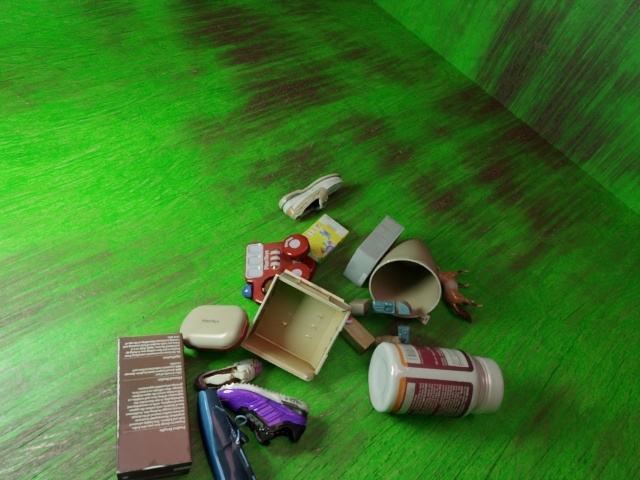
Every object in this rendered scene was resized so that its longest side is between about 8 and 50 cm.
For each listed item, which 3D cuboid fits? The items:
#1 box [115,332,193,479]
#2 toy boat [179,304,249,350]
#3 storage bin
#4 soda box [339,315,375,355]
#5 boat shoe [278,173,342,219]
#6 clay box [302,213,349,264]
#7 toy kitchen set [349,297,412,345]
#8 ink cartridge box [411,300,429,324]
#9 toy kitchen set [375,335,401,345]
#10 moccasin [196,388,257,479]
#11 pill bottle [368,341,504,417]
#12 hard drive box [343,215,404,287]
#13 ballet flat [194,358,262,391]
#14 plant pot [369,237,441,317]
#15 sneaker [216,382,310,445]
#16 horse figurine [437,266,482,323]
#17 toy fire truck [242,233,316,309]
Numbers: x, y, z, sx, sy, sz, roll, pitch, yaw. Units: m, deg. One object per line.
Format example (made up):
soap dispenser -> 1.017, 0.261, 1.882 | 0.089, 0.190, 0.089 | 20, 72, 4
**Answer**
box -> -0.475, 0.464, 1.471 | 0.191, 0.143, 0.381 | 0, 52, -19
toy boat -> -0.326, 0.296, 1.650 | 0.231, 0.151, 0.150 | -1, 47, 21
storage bin -> -0.072, 0.271, 1.666 | 0.261, 0.262, 0.123 | 28, 9, 4
soda box -> 0.104, 0.314, 1.831 | 0.181, 0.058, 0.061 | 44, 53, 17
boat shoe -> -0.021, -0.174, 2.140 | 0.302, 0.113, 0.103 | -30, 68, -23
clay box -> 0.000, 0.000, 2.040 | 0.127, 0.053, 0.222 | 38, 50, 11
toy kitchen set -> 0.214, 0.298, 1.843 | 0.207, 0.122, 0.165 | 1, 93, 17
ink cartridge box -> 0.378, 0.275, 1.972 | 0.083, 0.028, 0.048 | 34, 51, 8
toy kitchen set -> 0.236, 0.379, 1.793 | 0.083, 0.075, 0.068 | -5, 22, 16
moccasin -> -0.259, 0.585, 1.473 | 0.117, 0.138, 0.341 | -10, 72, -30
pill bottle -> 0.375, 0.461, 1.701 | 0.393, 0.224, 0.223 | 9, 52, -13
hard drive box -> 0.204, 0.041, 1.997 | 0.089, 0.181, 0.232 | 37, 52, 10
ballet flat -> -0.276, 0.420, 1.604 | 0.222, 0.079, 0.076 | -9, 83, -24
plant pot -> 0.333, 0.110, 1.970 | 0.257, 0.256, 0.274 | 25, 32, 1
sneaker -> -0.180, 0.525, 1.543 | 0.294, 0.102, 0.146 | 16, 51, -5
horse figurine -> 0.536, 0.198, 2.062 | 0.175, 0.066, 0.263 | 8, 49, -20
toy fire truck -> -0.149, 0.125, 1.847 | 0.254, 0.169, 0.302 | -8, 52, 6
